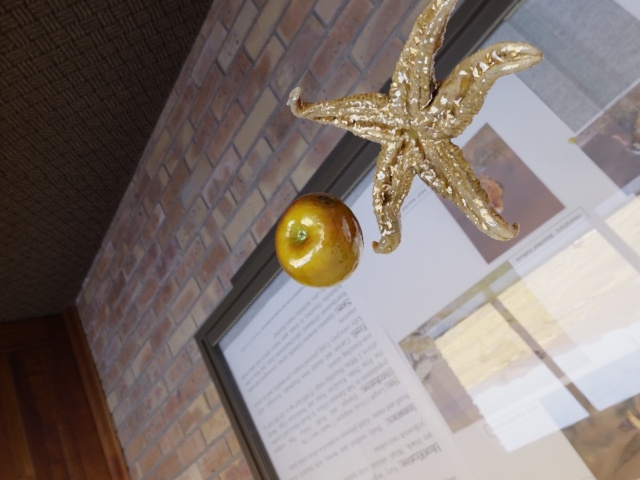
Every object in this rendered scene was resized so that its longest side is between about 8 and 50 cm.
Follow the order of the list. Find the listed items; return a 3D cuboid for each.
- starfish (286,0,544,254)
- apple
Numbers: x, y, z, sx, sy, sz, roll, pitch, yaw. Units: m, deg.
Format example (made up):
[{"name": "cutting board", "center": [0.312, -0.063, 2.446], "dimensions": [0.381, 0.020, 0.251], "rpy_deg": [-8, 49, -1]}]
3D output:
[{"name": "starfish", "center": [0.108, -0.135, 0.580], "dimensions": [0.094, 0.327, 0.375], "rpy_deg": [-37, 138, -45]}, {"name": "apple", "center": [0.000, 0.000, 0.533], "dimensions": [0.099, 0.114, 0.102], "rpy_deg": [5, 180, 25]}]
